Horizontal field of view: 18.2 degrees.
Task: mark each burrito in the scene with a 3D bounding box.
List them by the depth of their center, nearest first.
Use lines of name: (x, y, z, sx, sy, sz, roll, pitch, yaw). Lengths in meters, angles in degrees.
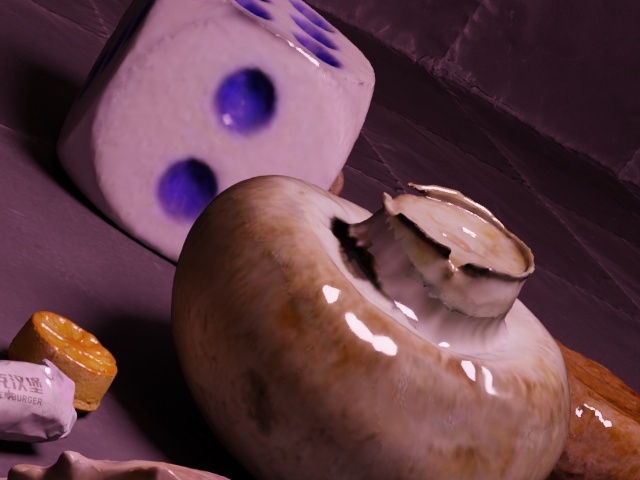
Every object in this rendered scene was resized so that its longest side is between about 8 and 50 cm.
burrito: (-0.240, 0.102, 1.330, 0.203, 0.064, 0.064, 14, 25, -51)

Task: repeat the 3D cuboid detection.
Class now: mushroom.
mushroom: (0.041, 0.084, 1.610, 0.352, 0.260, 0.352, 28, 21, -12)

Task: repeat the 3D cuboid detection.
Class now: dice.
dice: (-0.105, -0.132, 1.998, 0.243, 0.251, 0.259, 31, 15, -10)

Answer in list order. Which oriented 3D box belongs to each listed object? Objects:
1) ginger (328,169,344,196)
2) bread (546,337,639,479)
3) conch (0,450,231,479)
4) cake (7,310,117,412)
ginger: (-0.054, -0.078, 2.203, 0.204, 0.080, 0.104, 26, -25, 44)
bread: (0.252, 0.190, 2.016, 0.230, 0.123, 0.230, 30, 11, -6)
conch: (-0.119, 0.222, 0.956, 0.297, 0.210, 0.352, 27, -26, 27)
cake: (-0.194, 0.092, 1.492, 0.084, 0.044, 0.084, 34, 14, -10)
